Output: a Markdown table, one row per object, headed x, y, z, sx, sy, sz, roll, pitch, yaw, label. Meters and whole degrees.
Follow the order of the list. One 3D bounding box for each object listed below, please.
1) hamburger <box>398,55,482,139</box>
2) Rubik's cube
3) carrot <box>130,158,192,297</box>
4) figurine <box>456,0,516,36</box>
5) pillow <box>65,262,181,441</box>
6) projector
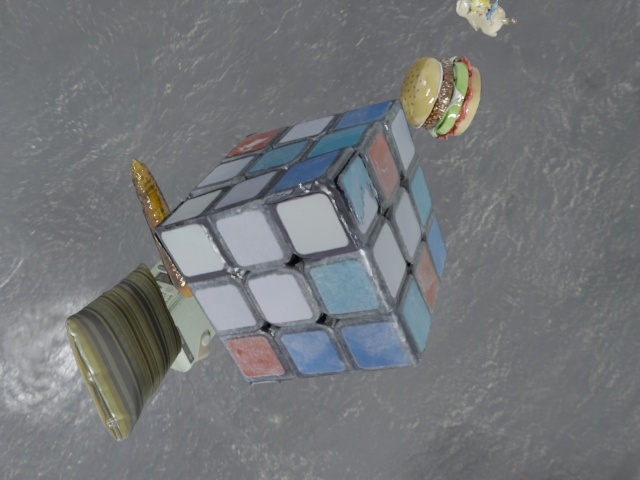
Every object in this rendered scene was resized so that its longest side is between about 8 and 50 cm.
| x | y | z | sx | sy | sz | roll | pitch | yaw | label |
| --- | --- | --- | --- | --- | --- | --- | --- | --- | --- |
| 0.232 | -0.295 | 1.189 | 0.136 | 0.175 | 0.175 | 7 | 96 | -14 | hamburger |
| 0.000 | 0.000 | 1.026 | 0.361 | 0.359 | 0.363 | -14 | 118 | 27 | Rubik's cube |
| -0.329 | -0.023 | 1.226 | 0.066 | 0.066 | 0.314 | -24 | 113 | -12 | carrot |
| 0.246 | -0.340 | 0.866 | 0.083 | 0.050 | 0.047 | 20 | 89 | -14 | figurine |
| -0.180 | 0.094 | 0.559 | 0.038 | 0.203 | 0.113 | -20 | 99 | 3 | pillow |
| -0.363 | 0.194 | 1.458 | 0.177 | 0.163 | 0.243 | -54 | 143 | -39 | projector |
